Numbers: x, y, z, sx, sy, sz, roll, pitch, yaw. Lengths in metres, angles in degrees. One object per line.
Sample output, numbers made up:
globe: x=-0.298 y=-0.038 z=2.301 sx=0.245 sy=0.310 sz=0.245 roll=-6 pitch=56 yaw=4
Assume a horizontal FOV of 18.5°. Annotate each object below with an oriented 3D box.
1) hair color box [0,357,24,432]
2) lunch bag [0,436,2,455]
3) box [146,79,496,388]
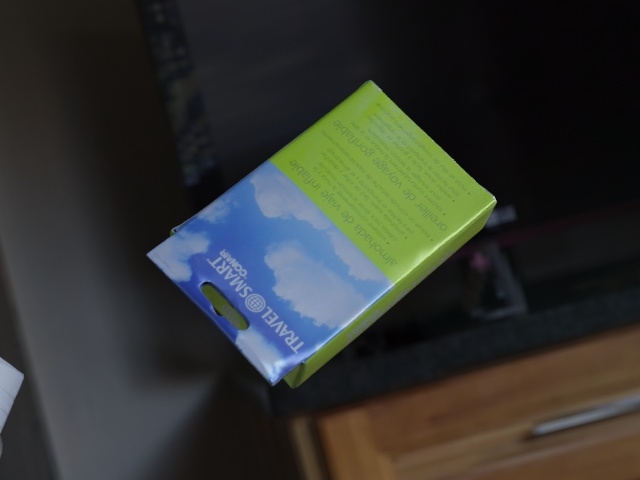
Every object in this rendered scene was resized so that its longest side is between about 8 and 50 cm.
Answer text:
hair color box: x=-0.372 y=0.143 z=1.638 sx=0.113 sy=0.185 sz=0.374 roll=-46 pitch=10 yaw=8
lunch bag: x=-0.298 y=0.036 z=1.170 sx=0.169 sy=0.235 sz=0.287 roll=-22 pitch=16 yaw=-11
box: x=0.000 y=0.000 z=1.111 sx=0.178 sy=0.109 sz=0.042 roll=-39 pitch=-16 yaw=-24
